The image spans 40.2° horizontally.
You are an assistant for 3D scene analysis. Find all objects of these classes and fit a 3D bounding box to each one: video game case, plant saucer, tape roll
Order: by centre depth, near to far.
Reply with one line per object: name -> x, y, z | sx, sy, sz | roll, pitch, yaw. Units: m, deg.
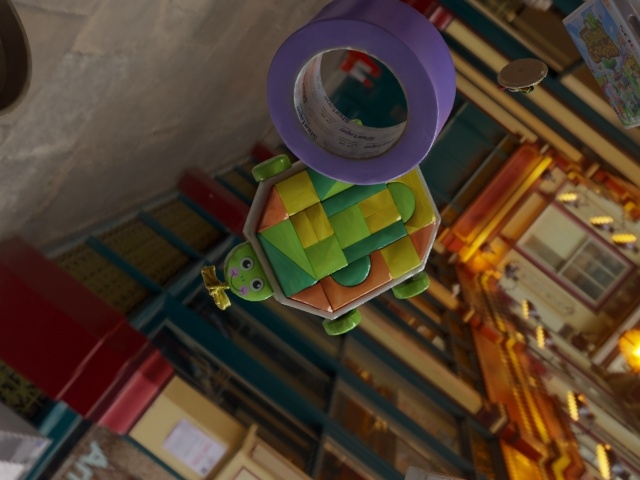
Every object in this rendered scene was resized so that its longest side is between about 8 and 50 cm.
tape roll -> 0.044, -0.159, 0.933 | 0.189, 0.189, 0.080 | -50, -177, 40
plant saucer -> -0.497, -0.278, 1.140 | 0.041, 0.277, 0.278 | -22, -164, 27
video game case -> 0.420, -0.251, 1.222 | 0.023, 0.193, 0.212 | -31, -178, 2

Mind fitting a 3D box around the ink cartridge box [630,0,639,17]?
ink cartridge box -> 0.595, -0.319, 1.336 | 0.117, 0.283, 0.207 | -117, -138, -52

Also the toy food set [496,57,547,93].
toy food set -> 0.326, -0.268, 1.418 | 0.082, 0.020, 0.083 | -41, -138, -22

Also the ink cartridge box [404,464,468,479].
ink cartridge box -> 0.321, 0.577, 1.667 | 0.119, 0.354, 0.207 | 147, -40, -76

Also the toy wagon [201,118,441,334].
toy wagon -> 0.000, 0.000, 1.236 | 0.345, 0.267, 0.068 | -27, -169, -13
